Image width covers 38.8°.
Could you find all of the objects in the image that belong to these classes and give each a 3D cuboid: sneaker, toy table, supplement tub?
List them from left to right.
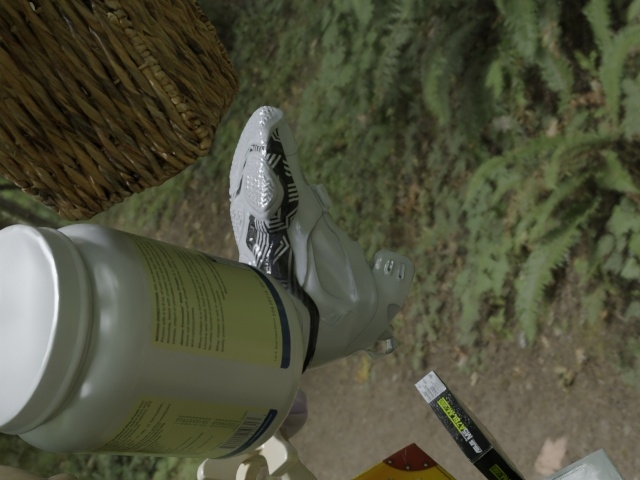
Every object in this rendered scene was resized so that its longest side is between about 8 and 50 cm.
[{"bbox_3d":[-0.202,0.113,0.983,0.235,0.325,0.235,-13,69,39],"label":"supplement tub"},{"bbox_3d":[-0.119,0.411,1.772,0.274,0.252,0.161,116,156,-48],"label":"toy table"},{"bbox_3d":[0.000,0.000,1.235,0.137,0.210,0.365,-21,73,62],"label":"sneaker"}]

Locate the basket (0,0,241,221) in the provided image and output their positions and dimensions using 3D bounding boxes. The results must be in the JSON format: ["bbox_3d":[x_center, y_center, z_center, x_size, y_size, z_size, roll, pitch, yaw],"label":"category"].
[{"bbox_3d":[-0.245,-0.195,0.895,0.213,0.299,0.223,-27,22,16],"label":"basket"}]

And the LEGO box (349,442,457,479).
[{"bbox_3d":[0.207,0.571,1.173,0.500,0.193,0.372,35,137,43],"label":"LEGO box"}]

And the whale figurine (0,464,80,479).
[{"bbox_3d":[-0.222,0.289,0.750,0.216,0.272,0.141,-113,36,-62],"label":"whale figurine"}]

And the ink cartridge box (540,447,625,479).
[{"bbox_3d":[0.381,0.405,1.233,0.127,0.128,0.176,-26,51,-1],"label":"ink cartridge box"}]

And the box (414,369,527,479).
[{"bbox_3d":[0.238,0.305,1.363,0.045,0.184,0.190,-39,36,1],"label":"box"}]
